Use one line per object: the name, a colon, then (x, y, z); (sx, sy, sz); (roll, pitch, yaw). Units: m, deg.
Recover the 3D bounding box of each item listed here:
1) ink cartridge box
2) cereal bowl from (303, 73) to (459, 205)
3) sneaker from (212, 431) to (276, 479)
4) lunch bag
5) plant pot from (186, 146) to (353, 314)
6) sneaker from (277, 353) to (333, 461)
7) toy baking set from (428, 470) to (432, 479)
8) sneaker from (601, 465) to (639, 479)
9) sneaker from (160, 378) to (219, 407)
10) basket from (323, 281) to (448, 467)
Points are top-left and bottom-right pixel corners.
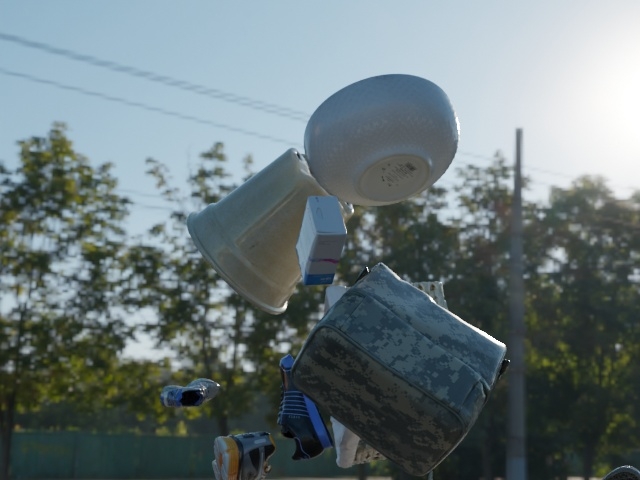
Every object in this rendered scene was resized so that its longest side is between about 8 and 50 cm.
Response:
ink cartridge box: (0.000, 0.000, 1.482); (0.052, 0.088, 0.122); (-1, -43, -15)
cereal bowl: (0.137, -0.182, 1.934); (0.339, 0.141, 0.339); (-8, -35, -6)
sneaker: (-0.116, 0.351, 1.397); (0.083, 0.084, 0.215); (-14, -27, -18)
lunch bag: (0.144, 0.195, 1.518); (0.305, 0.256, 0.212); (35, -43, 8)
plant pot: (-0.098, -0.044, 2.219); (0.305, 0.334, 0.334); (-43, -27, 12)
sneaker: (-0.055, 0.346, 1.908); (0.090, 0.232, 0.081); (-25, -36, 0)
toy baking set: (0.154, 0.473, 1.342); (0.030, 0.256, 0.197); (9, -18, 12)
sneaker: (0.436, 0.401, 1.388); (0.066, 0.188, 0.071); (24, 30, 15)
sneaker: (-0.243, 0.303, 1.784); (0.058, 0.052, 0.135); (4, 7, 41)
basket: (0.148, 0.294, 2.044); (0.266, 0.331, 0.328); (-6, -29, -6)
